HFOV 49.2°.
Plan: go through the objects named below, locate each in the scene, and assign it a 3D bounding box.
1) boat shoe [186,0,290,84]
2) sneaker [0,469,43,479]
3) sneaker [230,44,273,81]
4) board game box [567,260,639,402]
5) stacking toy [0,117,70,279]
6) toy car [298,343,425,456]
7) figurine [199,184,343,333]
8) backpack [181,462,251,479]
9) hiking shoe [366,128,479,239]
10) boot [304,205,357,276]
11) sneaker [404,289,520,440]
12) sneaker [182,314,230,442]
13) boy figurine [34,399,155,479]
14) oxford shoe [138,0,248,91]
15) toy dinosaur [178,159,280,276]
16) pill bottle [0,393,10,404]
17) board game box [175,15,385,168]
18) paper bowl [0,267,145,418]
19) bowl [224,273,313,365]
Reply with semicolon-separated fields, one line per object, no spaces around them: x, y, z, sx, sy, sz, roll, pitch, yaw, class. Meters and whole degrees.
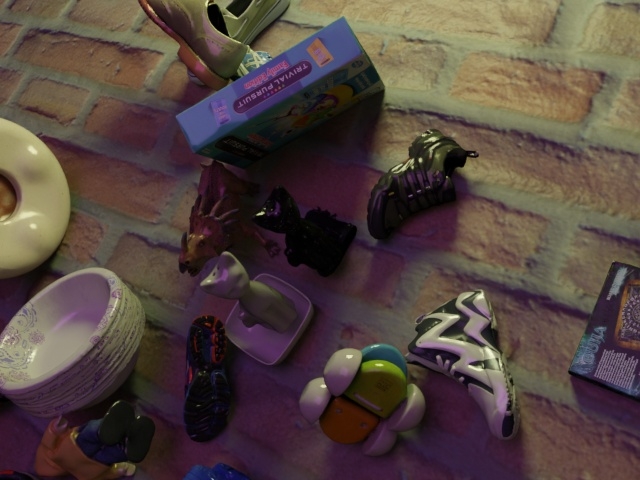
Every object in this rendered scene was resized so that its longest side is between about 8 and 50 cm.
-0.198;-0.479;1.553;0.302;0.094;0.109;-47;57;0;boat shoe
-0.484;0.496;1.213;0.350;0.148;0.131;9;71;28;sneaker
-0.118;-0.353;1.467;0.211;0.080;0.081;31;86;31;sneaker
0.453;0.131;1.009;0.126;0.026;0.186;21;78;31;board game box
-0.834;-0.065;1.589;0.480;0.351;0.350;-11;62;40;stacking toy
0.069;0.229;1.078;0.182;0.159;0.136;-55;6;36;toy car
-0.084;0.035;1.136;0.092;0.209;0.215;33;81;33;figurine
-0.169;0.418;1.135;0.120;0.098;0.101;13;45;29;backpack
0.172;-0.088;1.206;0.114;0.086;0.227;31;82;36;hiking shoe
0.000;0.000;1.272;0.099;0.045;0.121;23;72;29;boot
0.203;0.197;1.058;0.153;0.094;0.235;-19;61;18;sneaker
-0.204;0.245;1.244;0.083;0.087;0.221;6;80;-15;sneaker
-0.411;0.370;1.241;0.285;0.177;0.092;-27;31;39;boy figurine
-0.272;-0.476;1.478;0.130;0.123;0.348;-44;76;19;oxford shoe
-0.190;-0.068;1.300;0.127;0.200;0.295;-23;59;15;toy dinosaur
-0.687;0.286;1.420;0.219;0.123;0.122;-27;59;13;pill bottle
-0.061;-0.256;1.290;0.336;0.254;0.079;-28;83;12;board game box
-0.453;0.199;1.305;0.284;0.148;0.284;-21;38;17;paper bowl
-0.086;0.143;1.243;0.142;0.053;0.142;29;83;32;bowl
